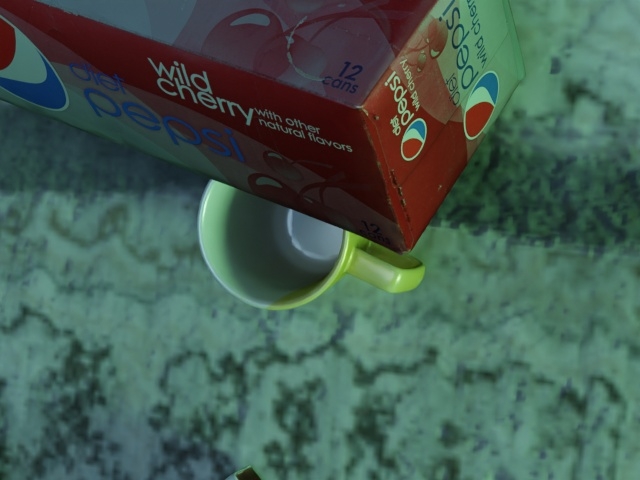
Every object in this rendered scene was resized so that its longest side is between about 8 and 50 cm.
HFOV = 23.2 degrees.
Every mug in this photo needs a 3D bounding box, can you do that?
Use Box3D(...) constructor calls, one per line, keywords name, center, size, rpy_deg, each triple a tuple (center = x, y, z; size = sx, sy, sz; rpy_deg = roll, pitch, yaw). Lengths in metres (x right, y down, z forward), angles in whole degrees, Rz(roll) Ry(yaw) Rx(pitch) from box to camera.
Box3D(name="mug", center=(-0.004, 0.000, 0.617), size=(0.062, 0.064, 0.078), rpy_deg=(-36, 81, 17))

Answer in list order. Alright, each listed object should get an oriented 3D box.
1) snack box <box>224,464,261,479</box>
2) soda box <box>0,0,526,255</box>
Box3D(name="snack box", center=(-0.003, 0.184, 0.646), size=(0.064, 0.022, 0.178), rpy_deg=(-41, 79, 18))
Box3D(name="soda box", center=(-0.062, -0.090, 0.585), size=(0.263, 0.083, 0.092), rpy_deg=(21, 63, 28))
